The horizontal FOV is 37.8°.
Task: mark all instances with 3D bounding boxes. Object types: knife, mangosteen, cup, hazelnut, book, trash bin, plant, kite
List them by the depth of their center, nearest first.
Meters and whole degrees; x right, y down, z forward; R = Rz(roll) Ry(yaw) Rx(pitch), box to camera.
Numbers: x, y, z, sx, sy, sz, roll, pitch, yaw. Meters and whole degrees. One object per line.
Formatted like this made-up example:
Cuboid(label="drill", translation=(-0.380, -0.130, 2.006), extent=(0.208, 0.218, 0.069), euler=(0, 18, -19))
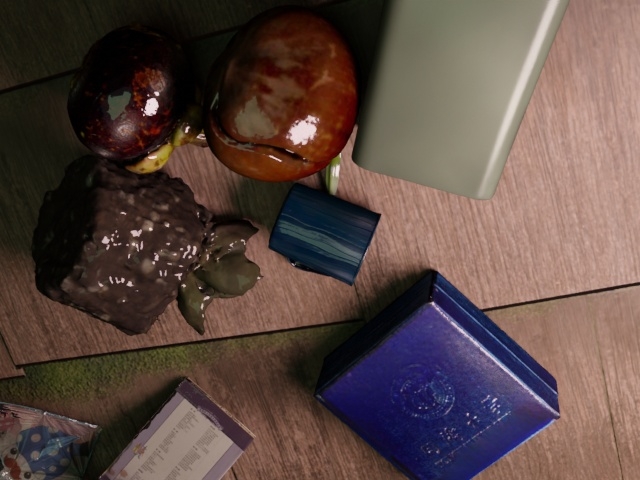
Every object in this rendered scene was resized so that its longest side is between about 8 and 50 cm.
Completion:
Cuboid(label="trash bin", translation=(0.175, -0.244, 1.199), extent=(0.222, 0.158, 0.344), euler=(16, 118, 3))
Cuboid(label="hazelnut", translation=(-0.063, -0.195, 1.242), extent=(0.217, 0.218, 0.234), euler=(16, 87, 3))
Cuboid(label="mangosteen", translation=(-0.238, -0.188, 1.297), extent=(0.217, 0.192, 0.192), euler=(32, 118, -20))
Cuboid(label="knife", translation=(0.022, -0.143, 1.352), extent=(0.022, 0.026, 0.184), euler=(6, 113, 4))
Cuboid(label="cup", translation=(-0.001, 0.003, 1.377), extent=(0.138, 0.113, 0.150), euler=(23, 116, 2))
Cuboid(label="plant", translation=(-0.250, 0.016, 1.389), extent=(0.312, 0.213, 0.215), euler=(15, 125, -38))
Cuboid(label="book", translation=(-0.242, 0.368, 1.580), extent=(0.157, 0.026, 0.231), euler=(41, 88, 4))
Cuboid(label="kite", translation=(-0.534, 0.399, 1.653), extent=(0.314, 0.011, 0.335), euler=(-27, 113, -8))

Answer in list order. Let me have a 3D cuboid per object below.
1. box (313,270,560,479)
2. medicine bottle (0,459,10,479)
Cuboid(label="box", translation=(0.180, 0.232, 1.455), extent=(0.279, 0.116, 0.261), euler=(41, 115, -12))
Cuboid(label="medicine bottle", translation=(-0.639, 0.428, 1.720), extent=(0.183, 0.086, 0.086), euler=(5, 116, 8))
